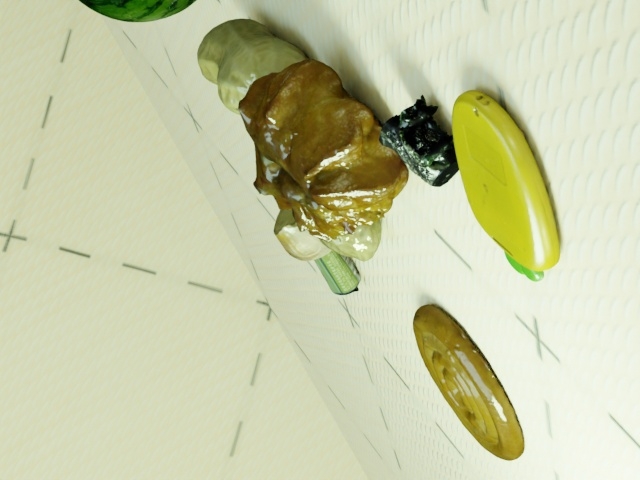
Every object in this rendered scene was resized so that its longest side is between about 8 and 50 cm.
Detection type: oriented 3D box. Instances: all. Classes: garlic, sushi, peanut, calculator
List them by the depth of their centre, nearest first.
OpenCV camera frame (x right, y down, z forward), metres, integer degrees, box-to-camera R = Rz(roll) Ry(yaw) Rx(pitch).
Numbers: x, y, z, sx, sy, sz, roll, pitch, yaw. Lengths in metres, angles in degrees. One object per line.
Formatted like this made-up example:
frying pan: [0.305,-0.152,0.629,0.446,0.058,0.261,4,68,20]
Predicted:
calculator: [0.182,-0.047,1.271,0.146,0.032,0.235,48,162,49]
sushi: [0.110,-0.103,1.383,0.083,0.056,0.084,58,170,11]
peanut: [-0.097,-0.236,1.799,0.111,0.125,0.274,44,179,-31]
peanut: [0.017,-0.053,1.871,0.214,0.090,0.098,51,124,30]
garlic: [-0.012,-0.030,1.997,0.101,0.087,0.195,52,-154,-19]

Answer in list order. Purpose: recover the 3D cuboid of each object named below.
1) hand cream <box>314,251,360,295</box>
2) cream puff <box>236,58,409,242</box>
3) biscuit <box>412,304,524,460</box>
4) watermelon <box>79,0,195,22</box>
hand cream: [0.000,0.000,2.125,0.235,0.055,0.086,58,-147,-30]
cream puff: [0.005,-0.109,1.624,0.241,0.155,0.269,50,160,19]
biscuit: [0.205,0.207,1.844,0.262,0.037,0.262,57,170,16]
watermelon: [-0.246,-0.409,1.709,0.242,0.242,0.242,56,169,17]
